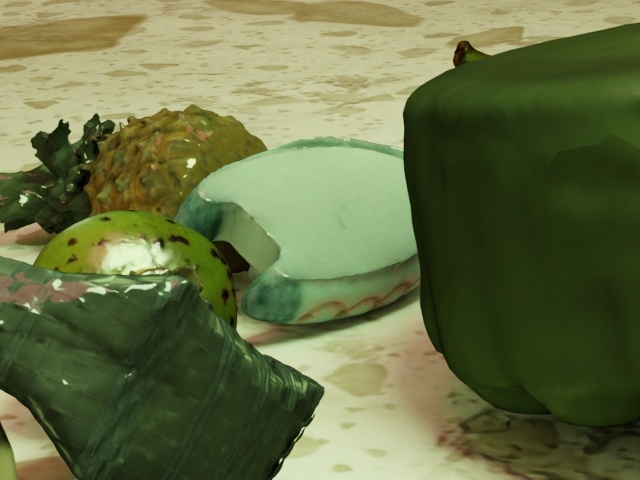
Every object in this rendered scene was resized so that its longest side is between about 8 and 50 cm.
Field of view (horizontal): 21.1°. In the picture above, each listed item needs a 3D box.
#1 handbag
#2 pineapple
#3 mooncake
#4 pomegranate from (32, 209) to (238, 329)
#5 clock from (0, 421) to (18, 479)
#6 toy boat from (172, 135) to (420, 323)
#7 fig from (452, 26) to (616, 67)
[{"bbox_3d":[-0.109,0.056,0.756,0.175,0.089,0.270,21,-11,24],"label":"handbag"},{"bbox_3d":[-0.145,-0.036,1.243,0.128,0.128,0.248,-18,16,-41],"label":"pineapple"},{"bbox_3d":[0.222,-0.020,0.918,0.356,0.194,0.356,-11,11,2],"label":"mooncake"},{"bbox_3d":[-0.105,0.045,0.952,0.130,0.130,0.130,-3,16,1],"label":"pomegranate"},{"bbox_3d":[-0.191,0.157,0.593,0.276,0.120,0.379,-13,18,-19],"label":"clock"},{"bbox_3d":[0.000,0.000,1.140,0.207,0.079,0.134,-20,52,-44],"label":"toy boat"},{"bbox_3d":[0.235,-0.108,1.323,0.274,0.146,0.170,13,18,5],"label":"fig"}]
